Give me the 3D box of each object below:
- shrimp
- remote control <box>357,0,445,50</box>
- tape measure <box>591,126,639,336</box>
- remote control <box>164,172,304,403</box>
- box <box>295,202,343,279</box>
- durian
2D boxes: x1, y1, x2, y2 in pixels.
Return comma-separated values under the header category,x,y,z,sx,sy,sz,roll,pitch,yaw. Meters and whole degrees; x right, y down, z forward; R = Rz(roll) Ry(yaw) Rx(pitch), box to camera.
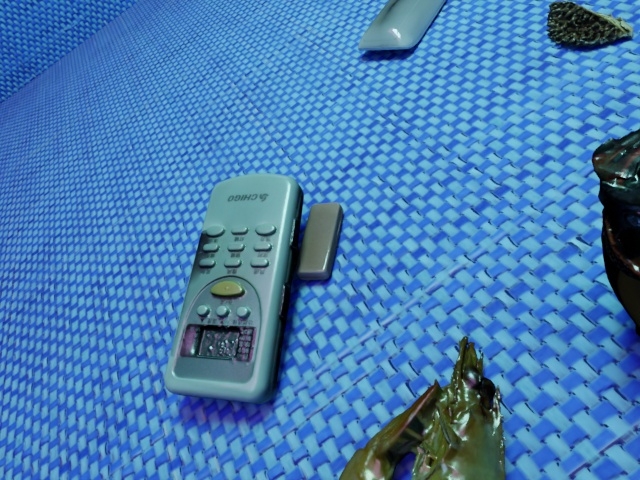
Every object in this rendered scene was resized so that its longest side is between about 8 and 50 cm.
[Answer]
category,x,y,z,sx,sy,sz,roll,pitch,yaw
shrimp,0.084,0.201,0.353,0.146,0.061,0.267,4,60,43
remote control,0.181,-0.468,0.805,0.110,0.055,0.312,17,65,37
tape measure,0.289,0.033,0.264,0.135,0.202,0.223,-38,32,1
remote control,-0.100,0.046,0.540,0.141,0.056,0.296,0,66,18
box,0.000,0.000,0.573,0.048,0.025,0.115,-2,55,22
durian,0.364,-0.298,0.595,0.066,0.052,0.130,-10,43,-28
